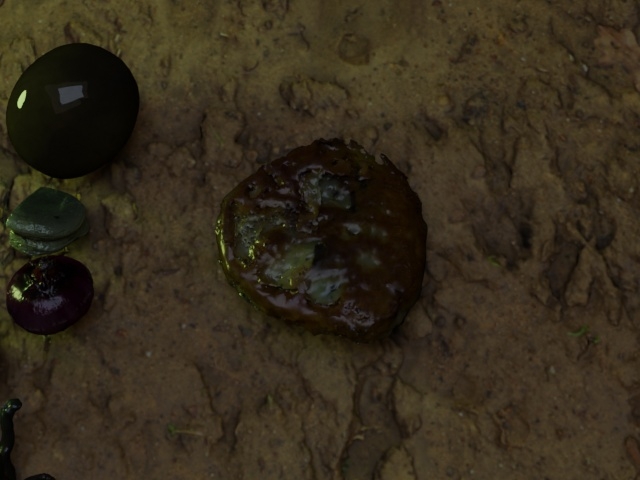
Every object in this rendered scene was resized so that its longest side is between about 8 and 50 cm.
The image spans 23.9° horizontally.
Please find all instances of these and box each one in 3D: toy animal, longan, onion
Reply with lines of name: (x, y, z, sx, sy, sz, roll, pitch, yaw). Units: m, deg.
toy animal: (-0.439, 0.286, 1.839, 0.233, 0.148, 0.084, -8, 28, -16)
longan: (-0.328, -0.175, 2.009, 0.189, 0.189, 0.189, -1, 66, 2)
onion: (-0.347, 0.065, 1.930, 0.115, 0.104, 0.115, 1, 41, -1)

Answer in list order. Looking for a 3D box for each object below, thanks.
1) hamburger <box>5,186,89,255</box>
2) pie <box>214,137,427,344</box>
hamburger: (-0.350, -0.026, 1.983, 0.084, 0.054, 0.121, 16, 33, 10)
pie: (0.000, -0.001, 1.957, 0.308, 0.085, 0.308, -1, 61, 2)
